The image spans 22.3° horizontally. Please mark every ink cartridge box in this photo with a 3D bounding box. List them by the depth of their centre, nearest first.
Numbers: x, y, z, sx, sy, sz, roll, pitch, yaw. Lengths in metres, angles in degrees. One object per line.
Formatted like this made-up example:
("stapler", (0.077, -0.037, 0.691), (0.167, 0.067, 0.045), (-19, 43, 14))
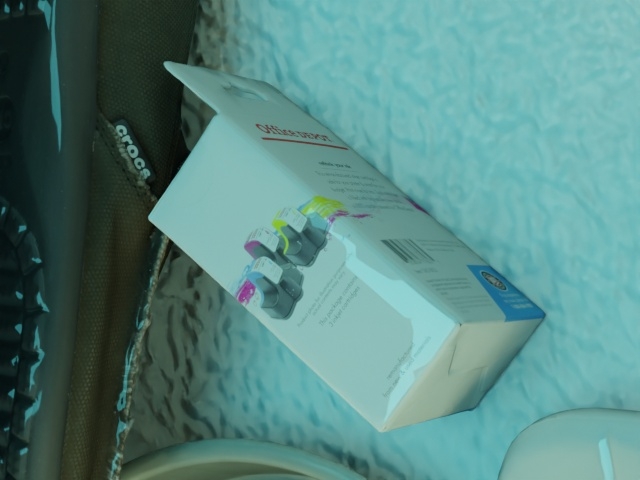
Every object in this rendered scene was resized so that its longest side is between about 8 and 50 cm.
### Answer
("ink cartridge box", (0.000, 0.000, 0.723), (0.181, 0.104, 0.061), (42, 107, 21))

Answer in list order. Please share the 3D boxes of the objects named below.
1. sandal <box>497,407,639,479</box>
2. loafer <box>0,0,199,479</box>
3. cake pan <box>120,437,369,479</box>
("sandal", (0.245, 0.176, 0.603), (0.416, 0.102, 0.169), (21, 114, 39))
("loafer", (-0.106, -0.007, 0.756), (0.134, 0.130, 0.366), (7, 90, 48))
("cake pan", (-0.025, 0.237, 0.765), (0.293, 0.054, 0.293), (0, 90, 27))
